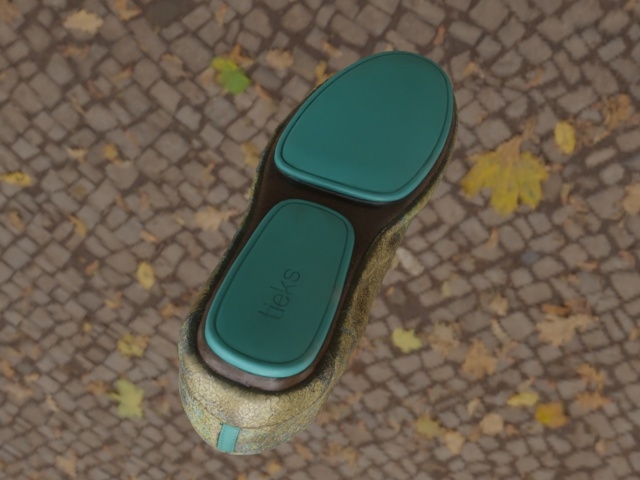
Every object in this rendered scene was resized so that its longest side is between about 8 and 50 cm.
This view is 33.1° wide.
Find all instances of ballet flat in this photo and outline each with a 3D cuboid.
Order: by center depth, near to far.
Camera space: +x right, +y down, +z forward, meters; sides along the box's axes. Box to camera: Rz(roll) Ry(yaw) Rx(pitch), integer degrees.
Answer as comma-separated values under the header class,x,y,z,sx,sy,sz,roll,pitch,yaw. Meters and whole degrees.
class,x,y,z,sx,sy,sz,roll,pitch,yaw
ballet flat,0.000,0.000,0.721,0.123,0.348,0.123,13,134,14
